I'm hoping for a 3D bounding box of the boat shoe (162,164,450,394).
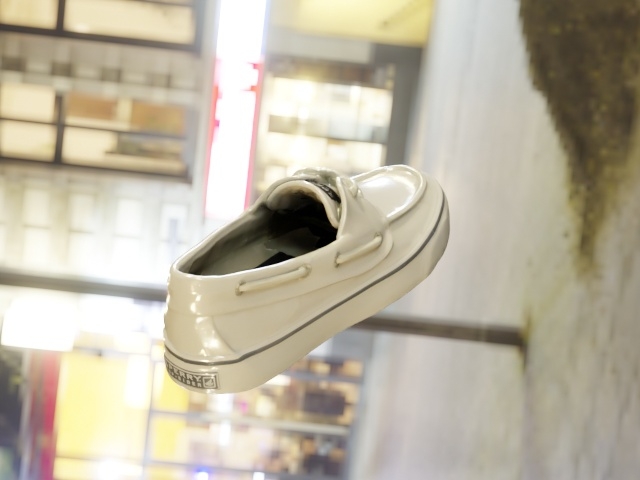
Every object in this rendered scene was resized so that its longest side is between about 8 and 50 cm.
[{"bbox_3d":[0.000,0.000,1.070,0.258,0.095,0.084,-40,-44,-49],"label":"boat shoe"}]
